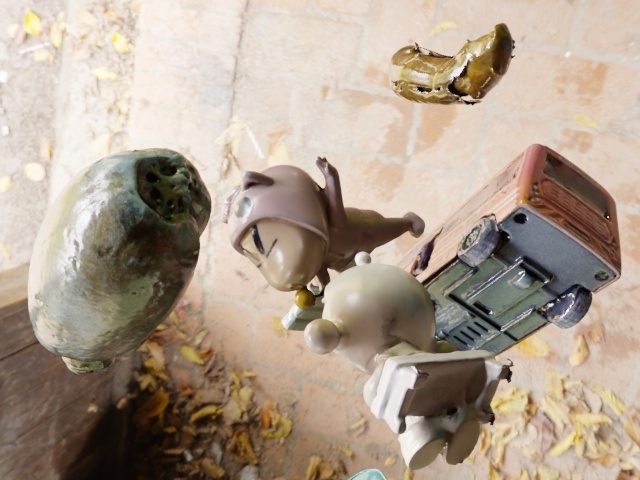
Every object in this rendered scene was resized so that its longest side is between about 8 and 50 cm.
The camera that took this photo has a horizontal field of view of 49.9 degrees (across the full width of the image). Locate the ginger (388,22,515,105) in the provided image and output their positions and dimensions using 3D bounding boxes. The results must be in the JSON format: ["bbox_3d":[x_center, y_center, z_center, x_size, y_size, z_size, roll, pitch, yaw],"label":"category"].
[{"bbox_3d":[0.212,-0.298,1.209,0.309,0.107,0.133,11,90,56],"label":"ginger"}]

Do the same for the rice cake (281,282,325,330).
[{"bbox_3d":[0.030,0.161,1.547,0.127,0.237,0.043,-56,44,22],"label":"rice cake"}]

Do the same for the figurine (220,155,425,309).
[{"bbox_3d":[0.000,0.000,0.975,0.287,0.186,0.176,22,140,-22],"label":"figurine"}]

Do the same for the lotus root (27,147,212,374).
[{"bbox_3d":[-0.221,0.036,0.689,0.140,0.158,0.322,24,131,-22],"label":"lotus root"}]

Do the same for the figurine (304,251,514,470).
[{"bbox_3d":[0.074,0.106,0.743,0.182,0.256,0.144,-15,125,-19],"label":"figurine"}]

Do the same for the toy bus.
[{"bbox_3d":[0.263,0.052,1.122,0.203,0.233,0.427,34,137,-9],"label":"toy bus"}]

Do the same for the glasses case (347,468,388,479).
[{"bbox_3d":[0.101,0.441,0.870,0.117,0.070,0.301,-30,103,-7],"label":"glasses case"}]
